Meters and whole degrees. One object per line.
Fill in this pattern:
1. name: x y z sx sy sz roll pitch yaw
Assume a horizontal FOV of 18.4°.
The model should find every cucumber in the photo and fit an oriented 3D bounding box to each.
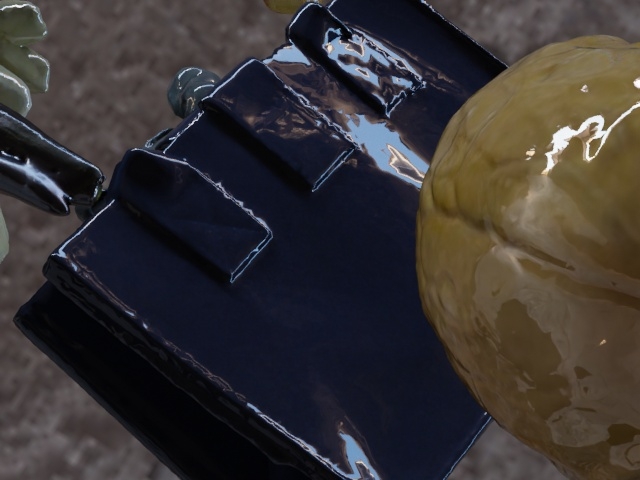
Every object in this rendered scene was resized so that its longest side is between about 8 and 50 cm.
1. cucumber: -0.145 -0.045 0.794 0.135 0.033 0.034 36 -38 18

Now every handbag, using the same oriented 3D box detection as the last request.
1. handbag: 0.000 0.000 1.085 0.269 0.325 0.118 41 -43 4

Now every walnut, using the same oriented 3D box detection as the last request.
1. walnut: 0.115 0.007 0.679 0.165 0.165 0.197 36 11 -18

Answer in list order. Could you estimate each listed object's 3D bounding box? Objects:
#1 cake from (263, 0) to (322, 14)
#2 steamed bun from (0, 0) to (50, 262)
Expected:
1. cake: -0.024 -0.230 1.667 0.044 0.084 0.084 8 -23 18
2. steamed bun: -0.321 -0.143 1.333 0.428 0.247 0.189 57 -29 6
